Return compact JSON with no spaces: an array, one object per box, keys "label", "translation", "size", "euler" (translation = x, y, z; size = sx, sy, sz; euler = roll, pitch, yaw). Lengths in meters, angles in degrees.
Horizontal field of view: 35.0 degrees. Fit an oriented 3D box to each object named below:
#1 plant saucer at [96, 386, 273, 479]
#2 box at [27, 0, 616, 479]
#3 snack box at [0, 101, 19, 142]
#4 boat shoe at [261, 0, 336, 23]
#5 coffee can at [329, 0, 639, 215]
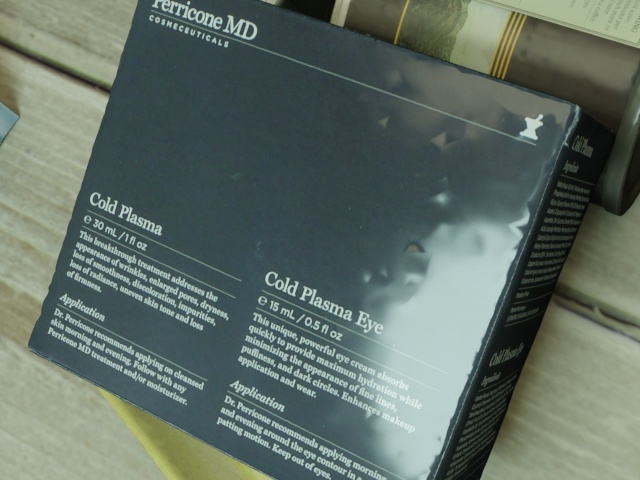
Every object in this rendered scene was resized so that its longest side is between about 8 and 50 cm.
[{"label":"plant saucer","translation":[-0.029,0.084,0.945],"size":[0.333,0.081,0.333],"euler":[-43,66,0]},{"label":"box","translation":[0.000,0.000,0.779],"size":[0.343,0.179,0.312],"euler":[23,100,21]},{"label":"snack box","translation":[-0.460,-0.185,1.104],"size":[0.207,0.174,0.070],"euler":[28,82,23]},{"label":"boat shoe","translation":[-0.034,-0.273,1.045],"size":[0.103,0.118,0.320],"euler":[19,75,27]},{"label":"coffee can","translation":[0.171,-0.163,0.899],"size":[0.275,0.201,0.201],"euler":[23,80,22]}]
